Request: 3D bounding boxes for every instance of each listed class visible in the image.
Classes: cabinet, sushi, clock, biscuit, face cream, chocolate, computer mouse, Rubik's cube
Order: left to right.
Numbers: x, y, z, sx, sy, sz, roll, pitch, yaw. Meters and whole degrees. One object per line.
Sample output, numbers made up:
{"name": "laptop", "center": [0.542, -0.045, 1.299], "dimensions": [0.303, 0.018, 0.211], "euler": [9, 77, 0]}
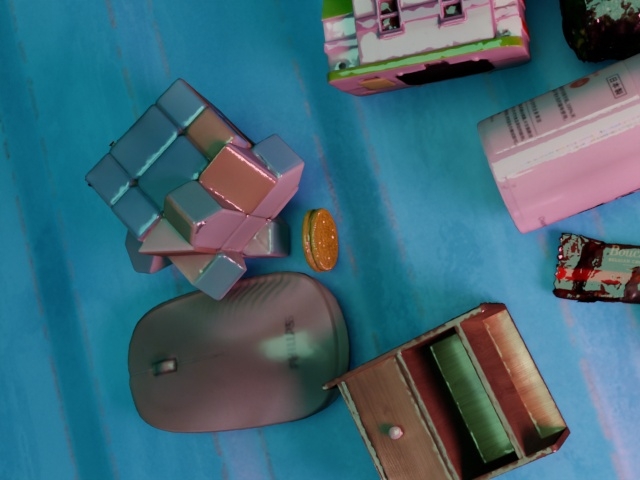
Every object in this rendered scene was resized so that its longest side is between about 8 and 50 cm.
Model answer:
{"name": "Rubik's cube", "center": [-0.155, -0.049, 1.089], "dimensions": [0.265, 0.224, 0.213], "euler": [-46, 73, 5]}
{"name": "computer mouse", "center": [-0.116, 0.152, 1.123], "dimensions": [0.330, 0.095, 0.197], "euler": [-14, 76, 19]}
{"name": "biscuit", "center": [0.000, 0.000, 1.094], "dimensions": [0.023, 0.084, 0.084], "euler": [-6, 83, 21]}
{"name": "clock", "center": [0.120, -0.354, 1.042], "dimensions": [0.235, 0.166, 0.310], "euler": [-7, 90, 20]}
{"name": "cabinet", "center": [0.146, 0.197, 0.987], "dimensions": [0.215, 0.148, 0.175], "euler": [-29, 76, 17]}
{"name": "sushi", "center": [0.329, -0.316, 0.975], "dimensions": [0.127, 0.124, 0.225], "euler": [-6, 79, 17]}
{"name": "chocolate", "center": [0.365, 0.039, 0.982], "dimensions": [0.182, 0.028, 0.086], "euler": [8, 87, 21]}
{"name": "face cream", "center": [0.370, -0.137, 0.933], "dimensions": [0.369, 0.145, 0.145], "euler": [-21, 78, 19]}
